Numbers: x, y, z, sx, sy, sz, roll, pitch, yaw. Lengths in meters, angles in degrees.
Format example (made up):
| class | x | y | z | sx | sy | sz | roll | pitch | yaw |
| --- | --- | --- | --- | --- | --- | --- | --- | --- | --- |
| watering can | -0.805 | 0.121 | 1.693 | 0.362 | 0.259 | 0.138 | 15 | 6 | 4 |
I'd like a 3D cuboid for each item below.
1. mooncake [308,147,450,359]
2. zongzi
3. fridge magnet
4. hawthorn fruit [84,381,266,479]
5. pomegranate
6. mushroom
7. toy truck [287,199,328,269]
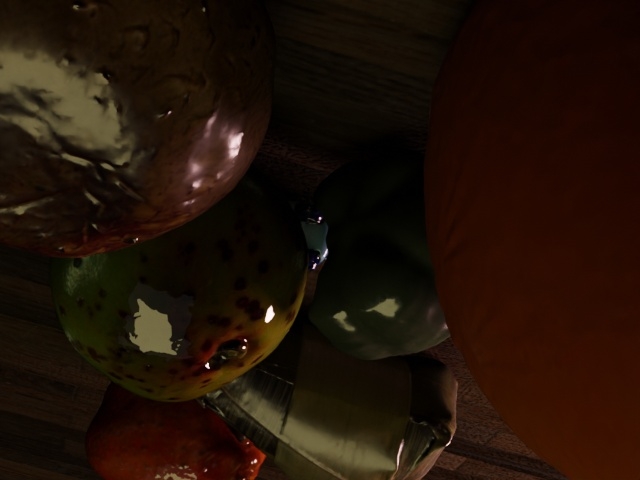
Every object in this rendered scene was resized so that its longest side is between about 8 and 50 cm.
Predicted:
| class | x | y | z | sx | sy | sz | roll | pitch | yaw |
| --- | --- | --- | --- | --- | --- | --- | --- | --- | --- |
| mooncake | 0.051 | 0.009 | 1.249 | 0.104 | 0.175 | 0.168 | 30 | 107 | -39 |
| zongzi | -0.028 | 0.232 | 1.661 | 0.289 | 0.154 | 0.317 | 19 | 126 | -5 |
| fridge magnet | 0.190 | -0.015 | 0.980 | 0.155 | 0.363 | 0.363 | -10 | 165 | -29 |
| hawthorn fruit | -0.138 | 0.232 | 1.763 | 0.243 | 0.207 | 0.207 | -12 | 145 | 31 |
| pomegranate | -0.147 | -0.004 | 1.271 | 0.286 | 0.231 | 0.231 | 43 | 155 | 9 |
| mushroom | -0.201 | -0.126 | 1.051 | 0.345 | 0.239 | 0.345 | -13 | 150 | -8 |
| toy truck | 0.000 | 0.000 | 1.381 | 0.136 | 0.063 | 0.074 | 9 | 177 | 13 |
